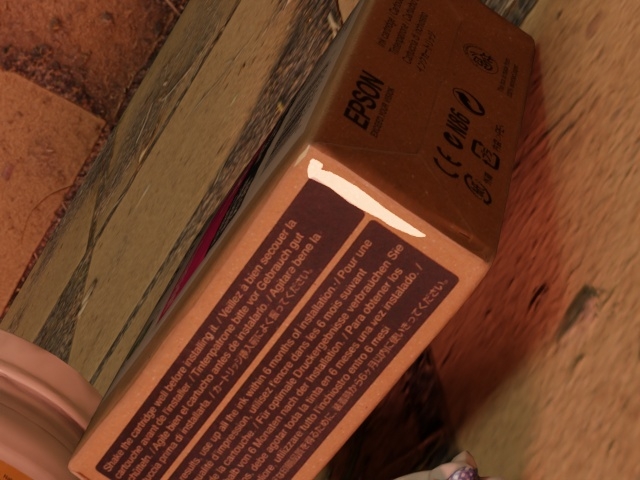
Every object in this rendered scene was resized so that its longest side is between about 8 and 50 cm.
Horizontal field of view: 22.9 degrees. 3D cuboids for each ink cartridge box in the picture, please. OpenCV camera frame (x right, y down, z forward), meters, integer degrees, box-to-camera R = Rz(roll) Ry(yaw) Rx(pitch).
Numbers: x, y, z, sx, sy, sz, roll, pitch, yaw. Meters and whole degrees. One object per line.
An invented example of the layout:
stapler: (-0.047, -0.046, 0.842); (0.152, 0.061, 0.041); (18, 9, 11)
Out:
ink cartridge box: (0.000, 0.000, 0.699); (0.193, 0.088, 0.235); (-52, 8, 28)

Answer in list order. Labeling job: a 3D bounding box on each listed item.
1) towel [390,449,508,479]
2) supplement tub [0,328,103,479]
towel: (-0.029, 0.218, 0.555); (0.209, 0.034, 0.285); (-35, 29, 62)
supplement tub: (-0.267, 0.225, 0.983); (0.228, 0.228, 0.316); (-44, 22, 50)
